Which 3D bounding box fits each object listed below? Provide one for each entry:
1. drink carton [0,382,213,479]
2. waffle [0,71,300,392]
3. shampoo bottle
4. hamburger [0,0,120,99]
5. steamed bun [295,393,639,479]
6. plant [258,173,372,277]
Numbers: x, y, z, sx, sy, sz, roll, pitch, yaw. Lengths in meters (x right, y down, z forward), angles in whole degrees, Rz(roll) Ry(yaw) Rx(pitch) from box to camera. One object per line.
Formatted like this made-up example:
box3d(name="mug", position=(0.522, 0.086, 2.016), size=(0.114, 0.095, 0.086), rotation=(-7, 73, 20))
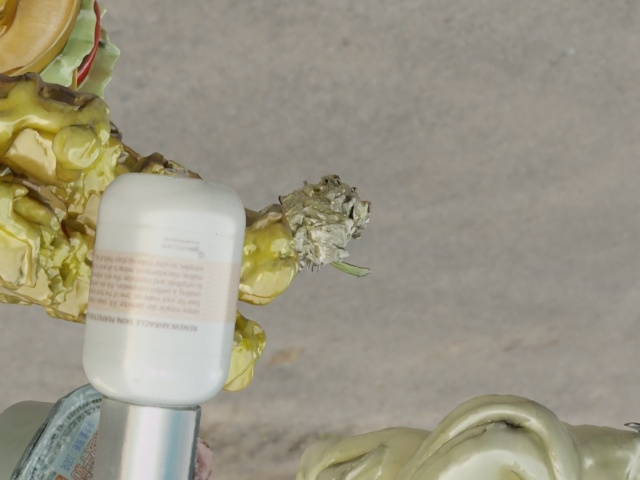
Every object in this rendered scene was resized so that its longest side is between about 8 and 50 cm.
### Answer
box3d(name="drink carton", position=(-0.251, 0.235, 1.426), size=(0.191, 0.185, 0.189), rotation=(39, 160, -29))
box3d(name="waffle", position=(-0.177, -0.013, 1.007), size=(0.261, 0.151, 0.324), rotation=(16, 167, 40))
box3d(name="shampoo bottle", position=(-0.080, 0.065, 0.693), size=(0.074, 0.192, 0.074), rotation=(5, 179, 0))
box3d(name="hamburger", position=(-0.351, -0.205, 1.477), size=(0.274, 0.274, 0.212), rotation=(-14, 158, -6))
box3d(name="steamed bun", position=(0.158, 0.276, 1.099), size=(0.394, 0.237, 0.346), rotation=(0, 156, 17))
box3d(name="plant", position=(0.000, 0.000, 1.369), size=(0.116, 0.104, 0.122), rotation=(-38, 119, -22))
